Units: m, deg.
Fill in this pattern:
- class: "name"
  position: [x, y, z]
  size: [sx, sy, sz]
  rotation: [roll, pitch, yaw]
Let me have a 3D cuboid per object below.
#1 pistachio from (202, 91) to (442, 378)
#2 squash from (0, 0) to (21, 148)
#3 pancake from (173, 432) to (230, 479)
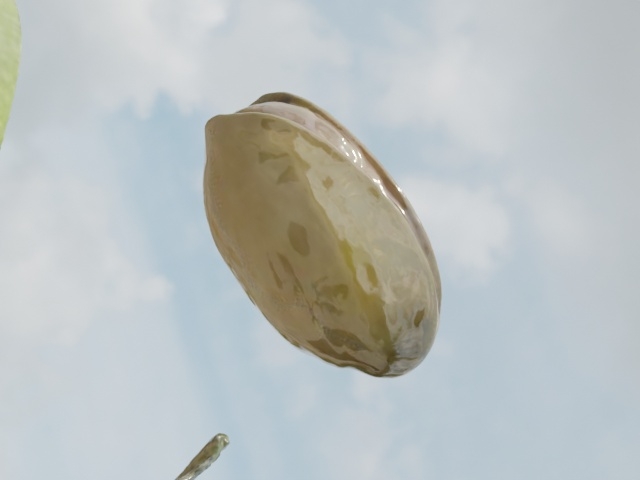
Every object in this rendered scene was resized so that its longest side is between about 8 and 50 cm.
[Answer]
- class: "pistachio"
  position: [0.000, 0.000, 1.688]
  size: [0.181, 0.162, 0.293]
  rotation: [-35, -98, 31]
- class: "squash"
  position: [-0.244, -0.046, 0.828]
  size: [0.252, 0.049, 0.252]
  rotation: [-18, -122, 32]
- class: "pancake"
  position: [-0.132, 0.220, 1.467]
  size: [0.020, 0.184, 0.190]
  rotation: [44, -14, 0]
